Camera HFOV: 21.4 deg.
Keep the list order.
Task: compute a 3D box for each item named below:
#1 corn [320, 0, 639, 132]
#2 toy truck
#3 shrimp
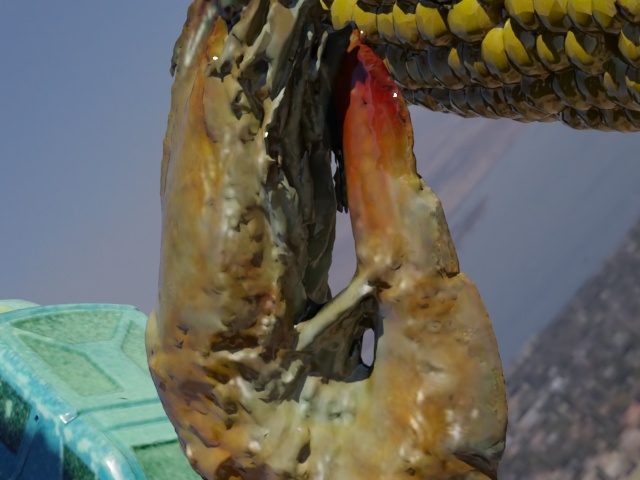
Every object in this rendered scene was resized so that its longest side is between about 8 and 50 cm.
[{"bbox_3d":[0.097,-0.069,0.442,0.097,0.097,0.320,-50,32,-18],"label":"corn"},{"bbox_3d":[-0.131,0.123,0.873,0.155,0.279,0.156,-4,-58,-44],"label":"toy truck"},{"bbox_3d":[0.000,0.000,0.417,0.042,0.101,0.190,-38,-50,-55],"label":"shrimp"}]
